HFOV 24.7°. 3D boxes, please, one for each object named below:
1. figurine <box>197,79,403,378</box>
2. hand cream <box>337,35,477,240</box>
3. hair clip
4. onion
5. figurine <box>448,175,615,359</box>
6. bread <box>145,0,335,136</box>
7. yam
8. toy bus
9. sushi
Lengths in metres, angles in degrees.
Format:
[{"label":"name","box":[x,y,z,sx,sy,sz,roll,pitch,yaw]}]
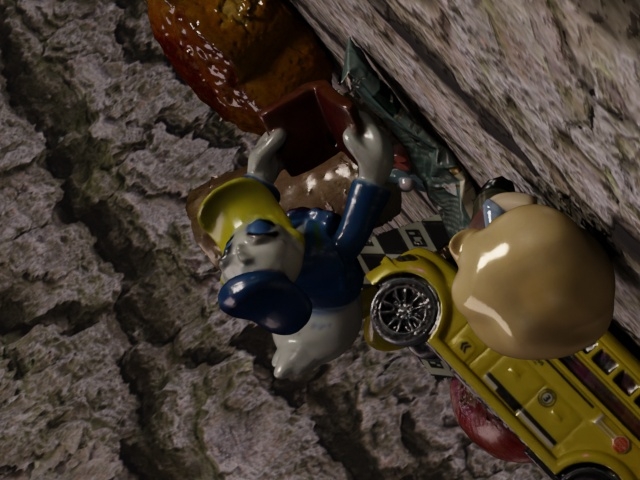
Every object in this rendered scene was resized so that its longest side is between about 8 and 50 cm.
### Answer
[{"label":"figurine","box":[0.000,0.000,1.347,0.205,0.283,0.338,10,-166,16]},{"label":"hand cream","box":[0.090,-0.071,1.329,0.248,0.052,0.075,50,178,-22]},{"label":"hair clip","box":[0.065,-0.096,1.477,0.062,0.056,0.214,8,152,34]},{"label":"onion","box":[0.243,0.178,1.626,0.195,0.159,0.159,24,-168,-28]},{"label":"figurine","box":[0.152,0.013,1.060,0.114,0.108,0.196,60,-166,-16]},{"label":"bread","box":[-0.091,-0.210,1.581,0.246,0.135,0.232,50,179,-5]},{"label":"yam","box":[-0.028,-0.040,1.603,0.129,0.238,0.128,30,-134,-53]},{"label":"toy bus","box":[0.191,0.117,1.252,0.331,0.151,0.145,47,-176,19]},{"label":"sushi","box":[0.148,0.043,1.518,0.192,0.043,0.279,51,151,-8]}]
